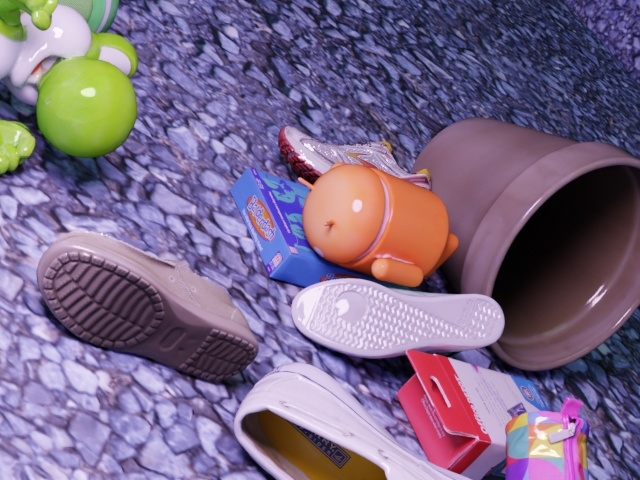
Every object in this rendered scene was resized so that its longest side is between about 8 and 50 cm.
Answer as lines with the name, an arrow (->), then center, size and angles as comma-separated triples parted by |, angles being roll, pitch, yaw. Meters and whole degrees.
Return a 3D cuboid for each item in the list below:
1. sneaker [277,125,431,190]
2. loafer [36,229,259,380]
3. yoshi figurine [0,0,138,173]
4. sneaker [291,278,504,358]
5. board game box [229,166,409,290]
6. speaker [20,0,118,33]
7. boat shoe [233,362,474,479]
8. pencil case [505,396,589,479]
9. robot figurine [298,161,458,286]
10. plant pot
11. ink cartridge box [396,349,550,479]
sneaker -> 0.046, -0.100, 2.167 | 0.225, 0.092, 0.088 | 26, -10, -12
loafer -> -0.180, 0.060, 1.637 | 0.268, 0.102, 0.092 | 33, 23, -38
yoshi figurine -> -0.329, -0.175, 1.678 | 0.362, 0.203, 0.203 | 5, 82, -42
sneaker -> 0.079, 0.109, 1.951 | 0.256, 0.151, 0.094 | 5, 75, -12
board game box -> 0.000, 0.000, 2.037 | 0.210, 0.047, 0.160 | 18, 33, -42
speaker -> -0.373, -0.294, 1.894 | 0.131, 0.131, 0.296 | 50, 27, 19
boat shoe -> 0.064, 0.268, 1.589 | 0.367, 0.136, 0.156 | 40, 25, 6
pencil case -> 0.251, 0.296, 1.762 | 0.104, 0.104, 0.236 | 24, 53, -32
robot figurine -> 0.067, -0.021, 1.961 | 0.219, 0.128, 0.158 | 18, 75, -41
plant pot -> 0.271, -0.030, 2.212 | 0.323, 0.323, 0.280 | 15, 20, -43
ink cartridge box -> 0.182, 0.218, 1.902 | 0.231, 0.078, 0.134 | 18, 33, -40
